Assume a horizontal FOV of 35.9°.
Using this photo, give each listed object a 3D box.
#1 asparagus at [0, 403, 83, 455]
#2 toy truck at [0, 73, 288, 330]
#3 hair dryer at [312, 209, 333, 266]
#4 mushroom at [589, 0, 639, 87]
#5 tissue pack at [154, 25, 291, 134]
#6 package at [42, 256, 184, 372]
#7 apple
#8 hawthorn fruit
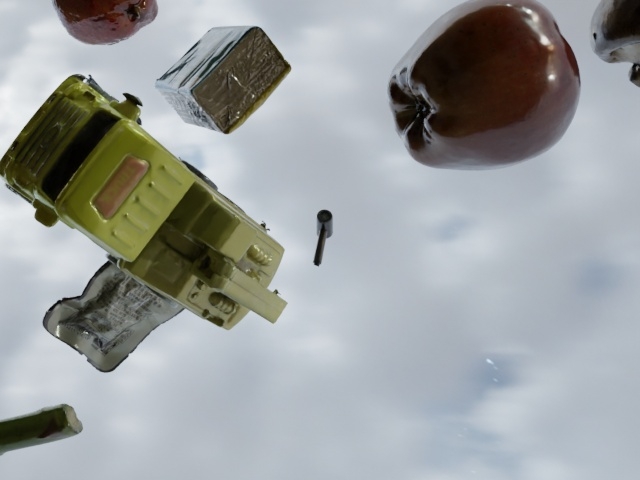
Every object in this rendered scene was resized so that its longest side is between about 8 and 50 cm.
[{"bbox_3d":[-0.265,0.131,0.585,0.248,0.024,0.025,-11,-98,0],"label":"asparagus"},{"bbox_3d":[-0.133,-0.014,0.864,0.157,0.272,0.124,31,-99,41],"label":"toy truck"},{"bbox_3d":[0.000,0.000,1.454,0.026,0.047,0.083,9,-121,8],"label":"hair dryer"},{"bbox_3d":[0.462,-0.291,1.263,0.231,0.194,0.138,1,-111,-20],"label":"mushroom"},{"bbox_3d":[-0.121,-0.197,1.208,0.120,0.082,0.169,-48,-155,-9],"label":"tissue pack"},{"bbox_3d":[-0.283,0.088,1.449,0.232,0.166,0.040,-43,-139,5],"label":"package"},{"bbox_3d":[0.200,-0.188,1.202,0.234,0.234,0.234,-7,-108,22],"label":"apple"},{"bbox_3d":[-0.361,-0.410,1.684,0.179,0.173,0.174,6,-103,14],"label":"hawthorn fruit"}]
